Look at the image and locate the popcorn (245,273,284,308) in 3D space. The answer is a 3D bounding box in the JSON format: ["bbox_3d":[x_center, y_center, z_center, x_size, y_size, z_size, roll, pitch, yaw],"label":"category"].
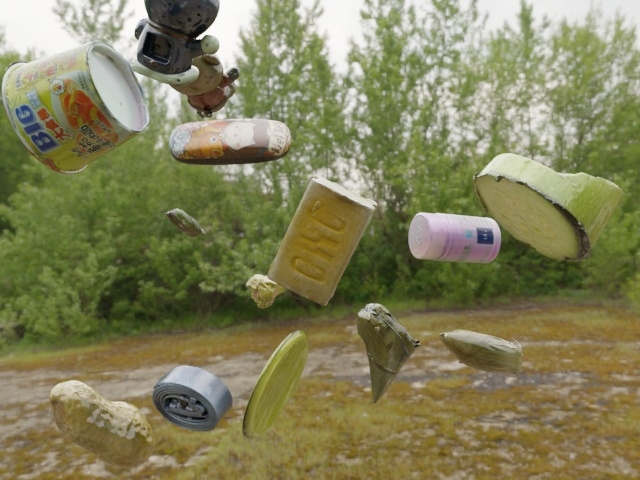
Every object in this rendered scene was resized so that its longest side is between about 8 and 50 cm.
[{"bbox_3d":[-0.159,0.136,1.674,0.089,0.097,0.109,-46,4,-20],"label":"popcorn"}]

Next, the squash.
[{"bbox_3d":[0.359,-0.075,0.958,0.220,0.133,0.220,35,-4,3],"label":"squash"}]

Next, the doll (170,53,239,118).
[{"bbox_3d":[-0.395,-0.517,1.932,0.235,0.174,0.330,3,-14,11],"label":"doll"}]

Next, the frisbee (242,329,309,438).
[{"bbox_3d":[-0.083,0.285,1.177,0.017,0.235,0.236,25,7,18],"label":"frisbee"}]

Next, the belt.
[{"bbox_3d":[-0.302,0.368,1.395,0.190,0.141,0.082,2,26,26],"label":"belt"}]

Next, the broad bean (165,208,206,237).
[{"bbox_3d":[-0.480,-0.055,2.154,0.061,0.077,0.339,-42,-14,-4],"label":"broad bean"}]

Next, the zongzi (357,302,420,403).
[{"bbox_3d":[0.182,0.375,2.015,0.251,0.274,0.125,46,-22,-21],"label":"zongzi"}]

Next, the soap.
[{"bbox_3d":[0.000,0.000,1.430,0.174,0.274,0.089,26,18,2],"label":"soap"}]

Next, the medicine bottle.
[{"bbox_3d":[0.424,-0.007,1.891,0.254,0.152,0.152,3,-2,-20],"label":"medicine bottle"}]

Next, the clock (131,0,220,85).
[{"bbox_3d":[-0.300,-0.454,1.246,0.200,0.243,0.146,26,26,6],"label":"clock"}]

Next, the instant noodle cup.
[{"bbox_3d":[-0.390,-0.226,0.989,0.153,0.204,0.205,-18,-5,13],"label":"instant noodle cup"}]

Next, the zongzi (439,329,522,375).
[{"bbox_3d":[0.420,0.285,1.561,0.195,0.099,0.197,6,-17,34],"label":"zongzi"}]

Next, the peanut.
[{"bbox_3d":[-0.436,0.363,1.192,0.236,0.120,0.110,43,-25,-14],"label":"peanut"}]

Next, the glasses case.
[{"bbox_3d":[-0.240,-0.264,1.589,0.321,0.122,0.082,-2,-39,-1],"label":"glasses case"}]
